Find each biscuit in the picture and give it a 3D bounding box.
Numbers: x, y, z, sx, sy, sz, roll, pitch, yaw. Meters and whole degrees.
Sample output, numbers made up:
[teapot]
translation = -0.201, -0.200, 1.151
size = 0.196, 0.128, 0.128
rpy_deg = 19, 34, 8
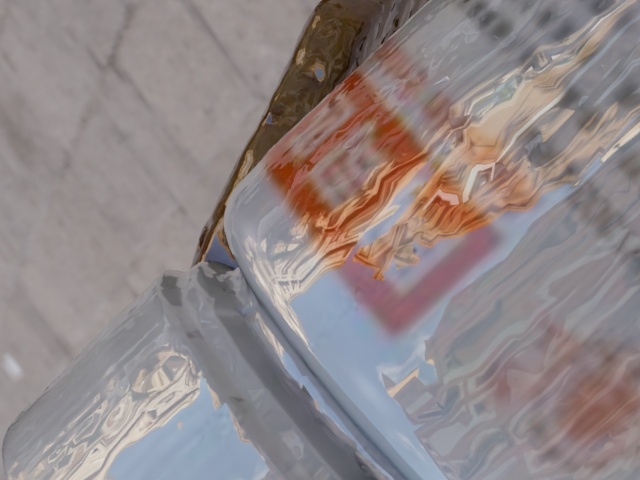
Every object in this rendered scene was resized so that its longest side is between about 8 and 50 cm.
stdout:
[biscuit]
translation = -0.001, 0.000, 0.989
size = 0.046, 0.359, 0.359
rpy_deg = 19, 151, 14

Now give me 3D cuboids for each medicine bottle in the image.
[medicine bottle]
translation = 0.080, 0.015, 0.658
size = 0.211, 0.371, 0.211
rpy_deg = 47, -174, -6
